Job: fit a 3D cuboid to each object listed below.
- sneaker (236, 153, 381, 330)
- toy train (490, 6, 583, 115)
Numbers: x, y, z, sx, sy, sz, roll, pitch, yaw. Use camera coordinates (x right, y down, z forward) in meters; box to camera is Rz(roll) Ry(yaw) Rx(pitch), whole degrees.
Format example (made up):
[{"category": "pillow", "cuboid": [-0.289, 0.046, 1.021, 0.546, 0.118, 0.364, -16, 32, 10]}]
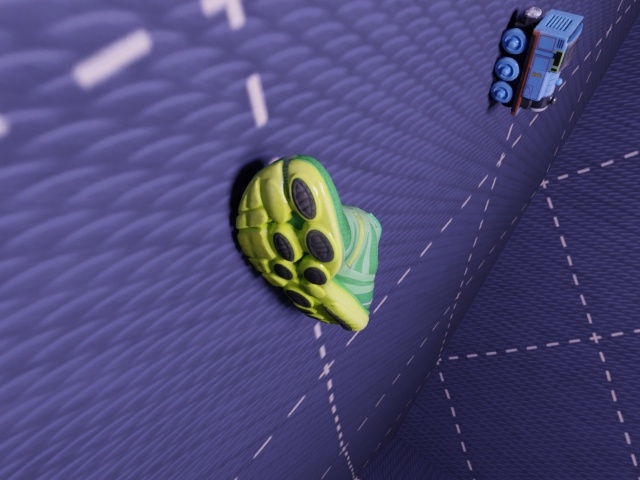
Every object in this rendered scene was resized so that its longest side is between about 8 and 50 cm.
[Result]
[{"category": "sneaker", "cuboid": [0.000, 0.000, 0.479, 0.295, 0.109, 0.123, 66, 38, -58]}, {"category": "toy train", "cuboid": [0.354, -0.291, 0.736, 0.080, 0.105, 0.184, -47, 151, -21]}]
